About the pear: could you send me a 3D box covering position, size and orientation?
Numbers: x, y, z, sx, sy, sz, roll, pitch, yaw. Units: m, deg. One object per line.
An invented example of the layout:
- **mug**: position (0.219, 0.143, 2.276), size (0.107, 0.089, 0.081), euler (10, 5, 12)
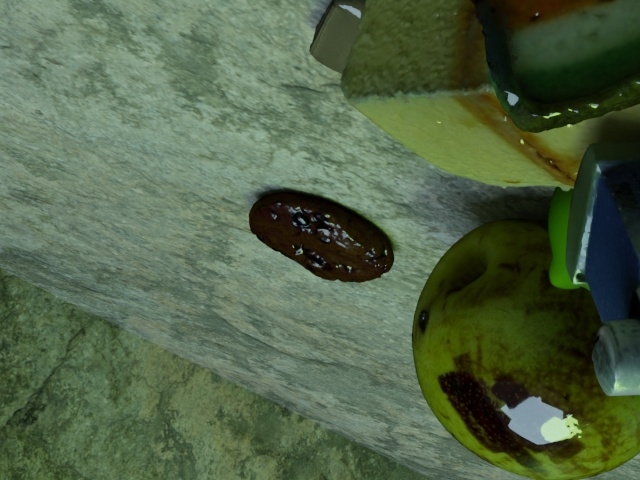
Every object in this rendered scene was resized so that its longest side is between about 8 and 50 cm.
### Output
- **pear**: position (0.231, 0.112, 1.236), size (0.283, 0.283, 0.283), euler (19, 161, 7)

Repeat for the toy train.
- **toy train**: position (0.307, 0.020, 0.740), size (0.299, 0.202, 0.131), euler (-3, 133, -4)

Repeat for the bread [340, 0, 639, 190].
- **bread**: position (0.162, -0.123, 0.864), size (0.240, 0.135, 0.178), euler (0, 156, 44)

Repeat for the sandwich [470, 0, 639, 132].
- **sandwich**: position (0.164, -0.181, 0.574), size (0.212, 0.292, 0.109), euler (29, -175, 12)

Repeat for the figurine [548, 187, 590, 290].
- **figurine**: position (0.279, -0.041, 0.935), size (0.143, 0.162, 0.263), euler (45, 147, 4)

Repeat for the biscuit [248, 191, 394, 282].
- **biscuit**: position (0.000, 0.000, 1.499), size (0.192, 0.049, 0.192), euler (16, 157, 7)

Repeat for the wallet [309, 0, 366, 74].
- **wallet**: position (0.069, -0.154, 1.012), size (0.152, 0.039, 0.118), euler (22, 159, -6)
